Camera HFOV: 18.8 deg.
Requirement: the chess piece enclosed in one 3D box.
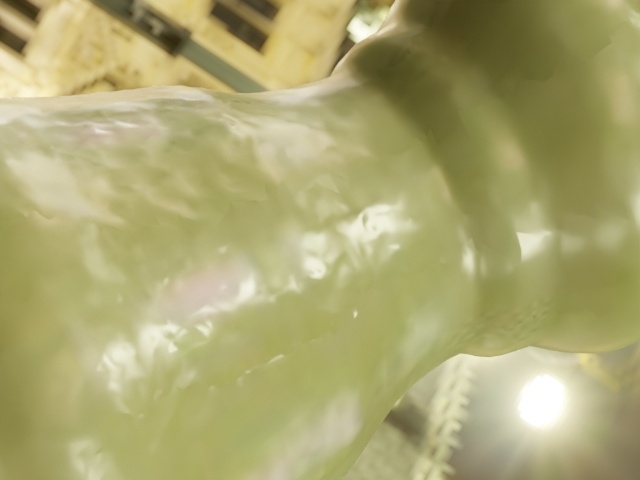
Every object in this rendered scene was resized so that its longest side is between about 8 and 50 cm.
[{"bbox_3d":[0.000,0.000,0.740,0.442,0.234,0.234,-26,-164,-20],"label":"chess piece"}]
